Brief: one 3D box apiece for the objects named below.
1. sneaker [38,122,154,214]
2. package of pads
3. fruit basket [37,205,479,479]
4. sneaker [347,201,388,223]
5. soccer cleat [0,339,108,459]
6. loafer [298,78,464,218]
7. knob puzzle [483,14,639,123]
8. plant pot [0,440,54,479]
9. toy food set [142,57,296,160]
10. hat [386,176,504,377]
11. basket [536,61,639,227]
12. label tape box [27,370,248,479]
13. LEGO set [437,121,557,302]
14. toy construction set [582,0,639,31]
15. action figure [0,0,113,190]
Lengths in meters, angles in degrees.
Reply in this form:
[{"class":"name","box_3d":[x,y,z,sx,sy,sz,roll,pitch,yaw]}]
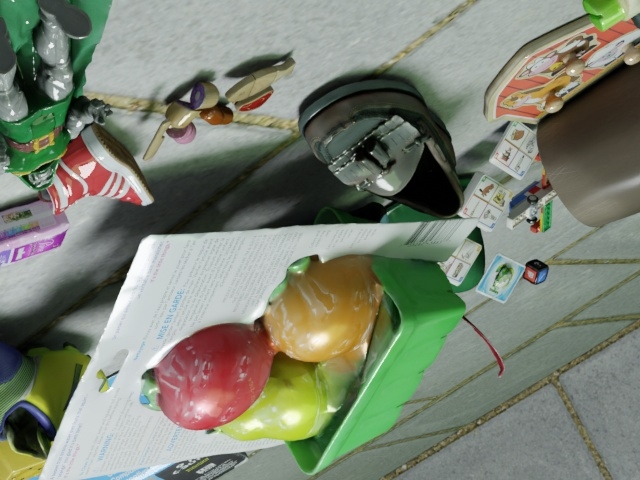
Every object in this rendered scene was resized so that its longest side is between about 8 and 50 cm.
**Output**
[{"class":"sneaker","box_3d":[-0.170,-0.043,1.136,0.067,0.042,0.118,-33,156,3]},{"class":"package of pads","box_3d":[-0.236,-0.002,1.172,0.083,0.032,0.050,-20,165,-26]},{"class":"fruit basket","box_3d":[-0.061,0.090,1.410,0.353,0.165,0.327,0,135,-31]},{"class":"sneaker","box_3d":[0.000,0.000,1.549,0.162,0.063,0.073,-24,147,-27]},{"class":"soccer cleat","box_3d":[-0.273,0.156,1.438,0.093,0.121,0.289,-30,164,9]},{"class":"loafer","box_3d":[0.070,-0.075,1.349,0.096,0.084,0.267,-33,163,17]},{"class":"knob puzzle","box_3d":[0.237,-0.161,1.456,0.213,0.030,0.213,-25,164,-8]},{"class":"plant pot","box_3d":[-0.318,0.205,1.587,0.081,0.083,0.081,-16,160,-34]},{"class":"toy food set","box_3d":[-0.080,-0.101,1.149,0.122,0.019,0.078,-27,166,-33]},{"class":"hat","box_3d":[0.151,0.050,1.687,0.208,0.184,0.173,-10,156,-47]},{"class":"basket","box_3d":[0.345,-0.117,1.542,0.227,0.204,0.154,-27,129,31]},{"class":"label tape box","box_3d":[-0.242,0.262,1.850,0.240,0.106,0.334,-29,164,1]},{"class":"LEGO set","box_3d":[0.203,-0.028,1.671,0.244,0.060,0.182,23,99,-55]},{"class":"toy construction set","box_3d":[0.298,-0.237,1.101,0.327,0.151,0.215,-19,-172,-2]},{"class":"action figure","box_3d":[-0.181,-0.085,0.964,0.137,0.063,0.232,-26,168,-16]}]
